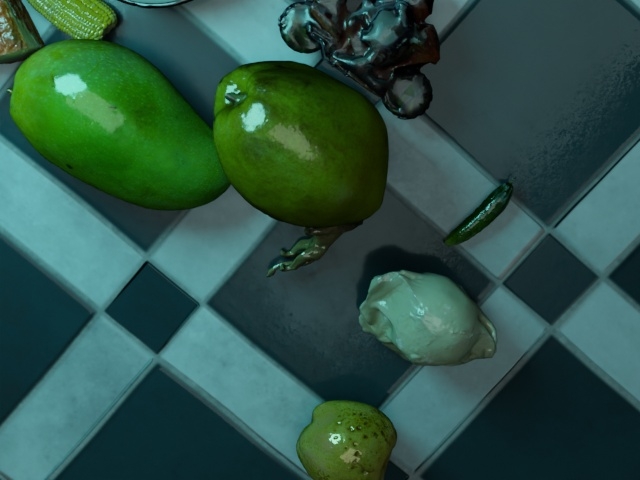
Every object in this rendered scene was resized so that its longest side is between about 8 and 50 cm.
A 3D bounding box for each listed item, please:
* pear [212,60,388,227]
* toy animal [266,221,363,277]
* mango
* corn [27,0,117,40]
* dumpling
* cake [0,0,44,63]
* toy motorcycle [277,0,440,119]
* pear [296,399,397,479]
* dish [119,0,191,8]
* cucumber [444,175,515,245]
[{"bbox_3d":[-0.029,-0.152,1.641,0.321,0.269,0.269,34,101,-31],"label":"pear"},{"bbox_3d":[-0.013,-0.009,1.772,0.220,0.069,0.086,-38,119,10],"label":"toy animal"},{"bbox_3d":[-0.313,-0.183,1.666,0.382,0.201,0.225,29,94,-10],"label":"mango"},{"bbox_3d":[-0.416,-0.388,1.686,0.165,0.063,0.085,39,82,-6],"label":"corn"},{"bbox_3d":[0.181,0.150,1.781,0.258,0.147,0.193,27,132,-11],"label":"dumpling"},{"bbox_3d":[-0.516,-0.399,1.640,0.160,0.158,0.261,11,101,-7],"label":"cake"},{"bbox_3d":[0.041,-0.372,1.660,0.401,0.134,0.207,31,100,-9],"label":"toy motorcycle"},{"bbox_3d":[0.044,0.362,1.816,0.178,0.178,0.177,0,102,0],"label":"pear"},{"bbox_3d":[-0.254,-0.525,1.641,0.317,0.106,0.316,0,99,-1],"label":"dish"},{"bbox_3d":[0.282,-0.044,1.781,0.168,0.039,0.039,-44,99,10],"label":"cucumber"}]
